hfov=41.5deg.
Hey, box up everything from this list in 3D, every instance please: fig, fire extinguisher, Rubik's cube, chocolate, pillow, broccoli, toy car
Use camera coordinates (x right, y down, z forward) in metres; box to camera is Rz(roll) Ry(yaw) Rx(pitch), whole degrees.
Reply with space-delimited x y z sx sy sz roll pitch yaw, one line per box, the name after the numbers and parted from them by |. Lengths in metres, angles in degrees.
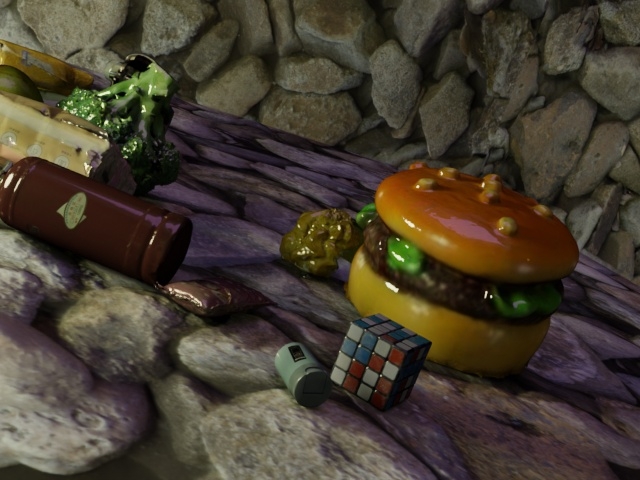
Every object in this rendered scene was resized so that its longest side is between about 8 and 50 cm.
-0.602 -0.236 1.576 0.181 0.181 0.191 30 -11 37 | fig
-0.367 -0.037 1.245 0.337 0.114 0.135 22 40 6 | fire extinguisher
0.082 0.164 1.154 0.092 0.092 0.092 27 15 25 | Rubik's cube
-0.563 -0.346 1.716 0.219 0.086 0.085 6 19 -47 | chocolate
-0.152 0.082 1.242 0.118 0.043 0.185 21 8 30 | pillow
-0.375 -0.218 1.655 0.270 0.270 0.270 37 -4 3 | broccoli
-0.447 -0.328 2.071 0.172 0.235 0.158 31 4 35 | toy car

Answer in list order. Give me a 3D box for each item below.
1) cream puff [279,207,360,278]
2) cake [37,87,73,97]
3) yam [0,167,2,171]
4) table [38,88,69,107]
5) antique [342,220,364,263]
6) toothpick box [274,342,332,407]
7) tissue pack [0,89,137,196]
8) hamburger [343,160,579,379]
0.001 -0.001 1.616 0.121 0.156 0.156 39 13 -1 | cream puff
-0.671 -0.331 1.881 0.260 0.156 0.179 22 28 31 | cake
-0.614 -0.114 1.290 0.061 0.061 0.274 31 15 37 | yam
-0.609 -0.257 1.732 0.219 0.126 0.126 14 15 -24 | table
0.134 0.039 1.786 0.081 0.080 0.221 8 20 -42 | antique
-0.022 0.168 1.065 0.052 0.052 0.083 15 13 -25 | toothpick box
-0.449 -0.146 1.409 0.256 0.123 0.215 25 -19 8 | tissue pack
0.263 0.033 1.488 0.395 0.278 0.396 15 22 -6 | hamburger
